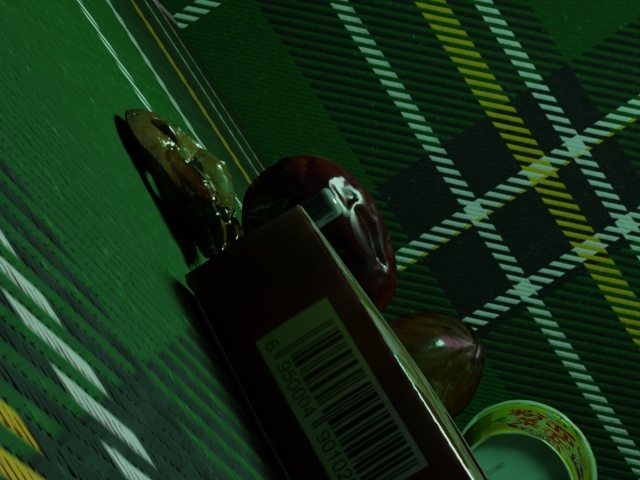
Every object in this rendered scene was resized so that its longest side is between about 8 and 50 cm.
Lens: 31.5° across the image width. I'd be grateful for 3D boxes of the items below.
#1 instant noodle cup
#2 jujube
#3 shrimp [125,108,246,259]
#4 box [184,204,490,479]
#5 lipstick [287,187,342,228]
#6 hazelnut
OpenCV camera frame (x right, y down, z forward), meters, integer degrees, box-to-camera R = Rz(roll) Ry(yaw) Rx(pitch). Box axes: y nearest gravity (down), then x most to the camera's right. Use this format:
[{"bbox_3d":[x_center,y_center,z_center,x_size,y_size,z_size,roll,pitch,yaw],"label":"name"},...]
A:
[{"bbox_3d":[0.393,0.480,2.245,0.311,0.311,0.221,57,12,9],"label":"instant noodle cup"},{"bbox_3d":[0.000,0.000,1.547,0.243,0.183,0.183,57,2,-13],"label":"jujube"},{"bbox_3d":[-0.132,-0.058,1.132,0.145,0.061,0.267,44,12,-36],"label":"shrimp"},{"bbox_3d":[0.068,0.201,1.001,0.344,0.122,0.385,58,3,31],"label":"box"},{"bbox_3d":[-0.040,-0.011,1.361,0.040,0.141,0.040,57,4,-5],"label":"lipstick"},{"bbox_3d":[0.194,0.231,2.082,0.251,0.217,0.217,25,25,-44],"label":"hazelnut"}]
